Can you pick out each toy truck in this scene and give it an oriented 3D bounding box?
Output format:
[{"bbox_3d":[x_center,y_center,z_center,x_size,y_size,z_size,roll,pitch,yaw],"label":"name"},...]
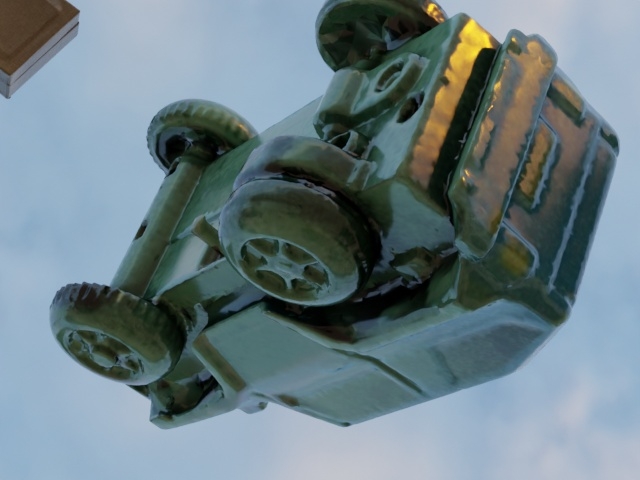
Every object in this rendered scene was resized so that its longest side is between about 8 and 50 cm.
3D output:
[{"bbox_3d":[0.000,0.000,0.691,0.156,0.279,0.155,39,-127,-21],"label":"toy truck"}]

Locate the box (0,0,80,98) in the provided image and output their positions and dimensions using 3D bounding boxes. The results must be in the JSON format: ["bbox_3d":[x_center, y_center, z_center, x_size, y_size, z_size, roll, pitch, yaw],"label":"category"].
[{"bbox_3d":[-0.227,-0.158,1.037,0.079,0.035,0.083,38,-120,6],"label":"box"}]
